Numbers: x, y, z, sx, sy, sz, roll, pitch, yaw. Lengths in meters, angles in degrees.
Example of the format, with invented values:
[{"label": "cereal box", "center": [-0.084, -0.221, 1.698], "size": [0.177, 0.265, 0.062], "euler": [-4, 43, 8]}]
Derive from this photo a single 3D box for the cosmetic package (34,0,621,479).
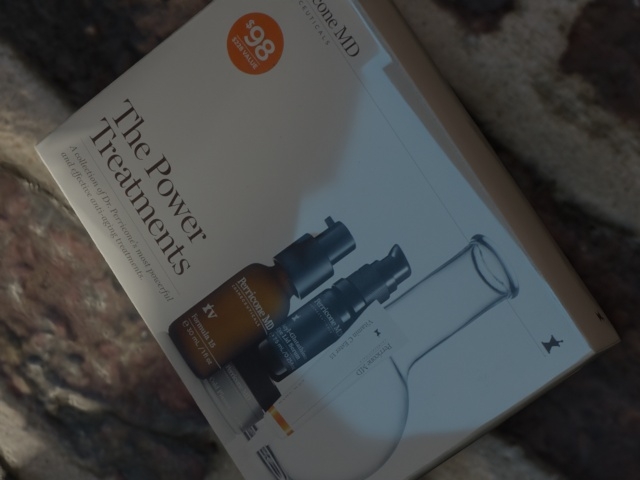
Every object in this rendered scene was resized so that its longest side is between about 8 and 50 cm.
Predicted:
[{"label": "cosmetic package", "center": [0.000, 0.000, 1.500], "size": [0.284, 0.097, 0.377], "euler": [-37, 81, 17]}]
